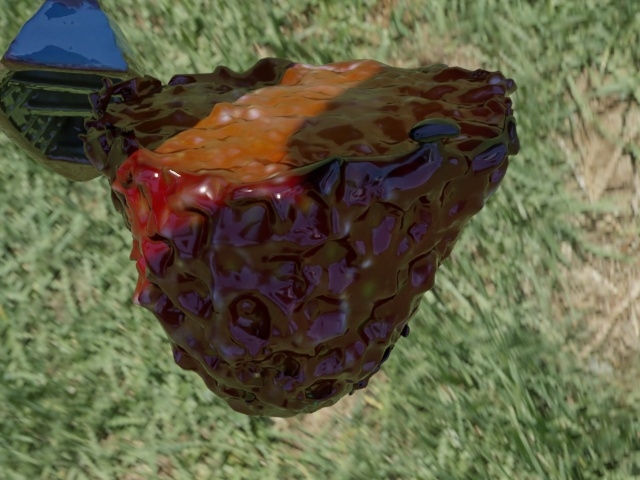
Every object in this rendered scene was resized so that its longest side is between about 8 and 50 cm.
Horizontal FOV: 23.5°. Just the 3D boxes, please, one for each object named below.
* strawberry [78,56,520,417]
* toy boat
[{"bbox_3d":[0.000,0.000,0.791,0.234,0.234,0.178,1,112,13],"label":"strawberry"},{"bbox_3d":[-0.195,-0.114,1.224,0.136,0.392,0.079,5,83,-7],"label":"toy boat"}]
